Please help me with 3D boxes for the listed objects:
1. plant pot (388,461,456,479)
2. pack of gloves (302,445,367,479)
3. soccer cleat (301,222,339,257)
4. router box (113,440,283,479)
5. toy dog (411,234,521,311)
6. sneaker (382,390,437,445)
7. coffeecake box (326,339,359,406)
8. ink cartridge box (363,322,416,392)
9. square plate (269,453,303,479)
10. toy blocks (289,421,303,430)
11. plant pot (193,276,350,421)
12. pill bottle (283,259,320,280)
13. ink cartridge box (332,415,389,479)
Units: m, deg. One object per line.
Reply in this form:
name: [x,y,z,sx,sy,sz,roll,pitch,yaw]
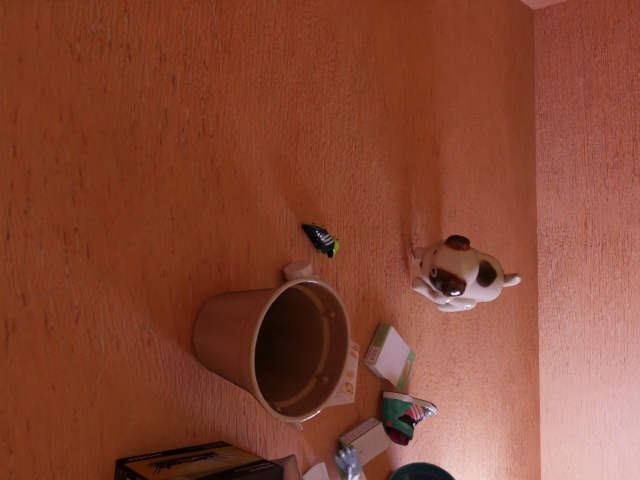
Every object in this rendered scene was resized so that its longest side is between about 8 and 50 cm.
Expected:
plant pot: [0.386,1.030,1.950,0.271,0.271,0.255,-32,127,-43]
pack of gloves: [0.066,0.799,1.693,0.195,0.046,0.232,-29,113,-22]
soccer cleat: [0.000,0.000,1.651,0.179,0.060,0.072,35,67,-45]
router box: [-0.280,0.557,1.211,0.309,0.243,0.081,12,82,-48]
toy dog: [0.534,0.136,2.010,0.408,0.395,0.285,24,81,-54]
sneaker: [0.333,0.685,1.971,0.295,0.123,0.178,27,65,-36]
coffeecake box: [0.036,0.403,1.591,0.068,0.142,0.185,44,40,-35]
ink cartridge box: [0.264,0.441,1.948,0.235,0.056,0.171,51,55,-38]
square plate: [-0.074,0.736,1.321,0.049,0.344,0.347,-8,68,-22]
toy blocks: [-0.051,0.486,1.601,0.148,0.054,0.123,-48,124,-36]
plant pot: [-0.145,0.251,1.309,0.333,0.305,0.334,0,89,-48]
pill bottle: [-0.044,0.160,1.564,0.112,0.112,0.187,-33,114,-43]
ink cartridge box: [0.126,0.703,1.773,0.209,0.062,0.109,-26,111,-23]
